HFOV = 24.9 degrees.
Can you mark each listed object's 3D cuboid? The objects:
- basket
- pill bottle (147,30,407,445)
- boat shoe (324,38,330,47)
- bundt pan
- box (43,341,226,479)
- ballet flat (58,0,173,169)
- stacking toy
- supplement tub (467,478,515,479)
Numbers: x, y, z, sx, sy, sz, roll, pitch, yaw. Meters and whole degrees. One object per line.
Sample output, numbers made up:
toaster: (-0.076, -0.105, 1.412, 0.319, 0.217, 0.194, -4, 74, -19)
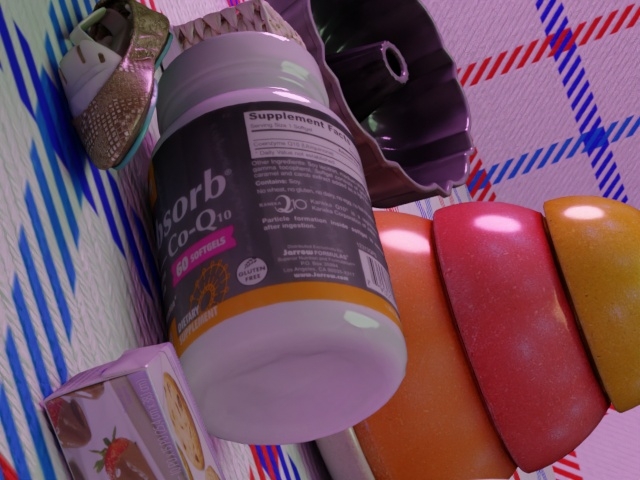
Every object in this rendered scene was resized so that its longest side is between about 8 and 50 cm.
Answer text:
basket: (-0.064, -0.138, 1.307, 0.167, 0.103, 0.113, 21, 49, -75)
pill bottle: (-0.040, -0.007, 1.043, 0.162, 0.162, 0.278, 57, 17, -52)
boat shoe: (-0.014, -0.218, 1.844, 0.183, 0.066, 0.066, 60, -1, -42)
bundt pan: (0.038, -0.182, 1.680, 0.331, 0.124, 0.331, 37, 40, -40)
box: (-0.059, 0.217, 0.801, 0.067, 0.063, 0.324, -43, 113, -77)
ballet flat: (-0.147, -0.115, 0.997, 0.067, 0.073, 0.206, 37, 20, -19)
stacking toy: (0.226, 0.072, 1.358, 0.350, 0.480, 0.350, -19, 90, -77)
supplement tub: (0.100, 0.338, 0.946, 0.228, 0.228, 0.316, 53, 20, -58)
